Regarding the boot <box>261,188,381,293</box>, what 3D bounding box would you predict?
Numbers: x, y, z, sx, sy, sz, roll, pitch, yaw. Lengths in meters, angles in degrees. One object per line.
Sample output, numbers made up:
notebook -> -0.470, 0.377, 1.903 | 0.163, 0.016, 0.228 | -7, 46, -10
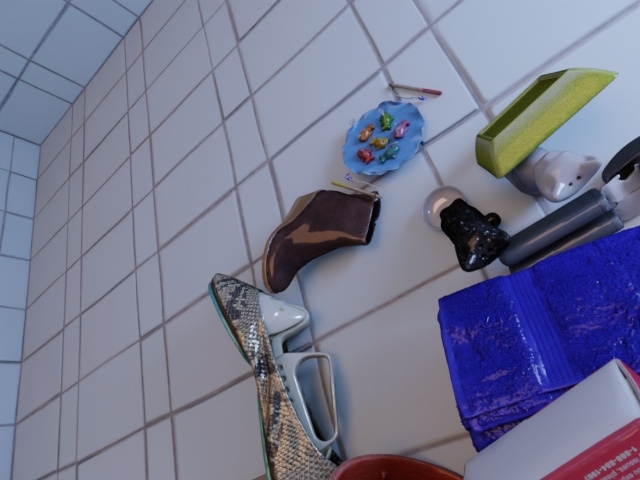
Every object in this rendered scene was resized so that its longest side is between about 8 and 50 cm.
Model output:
boot -> 0.000, 0.000, 0.876 | 0.207, 0.090, 0.248 | 3, 62, 37

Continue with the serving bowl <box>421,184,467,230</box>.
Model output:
serving bowl -> 0.224, -0.055, 0.773 | 0.083, 0.027, 0.083 | -14, 66, 35

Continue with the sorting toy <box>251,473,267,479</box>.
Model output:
sorting toy -> -0.120, 0.583, 0.843 | 0.193, 0.038, 0.208 | -37, 51, 25

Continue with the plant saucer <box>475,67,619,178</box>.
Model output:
plant saucer -> 0.311, -0.187, 0.651 | 0.045, 0.188, 0.188 | 44, 109, -5

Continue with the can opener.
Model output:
can opener -> 0.387, -0.042, 0.620 | 0.280, 0.074, 0.093 | -39, 20, 21

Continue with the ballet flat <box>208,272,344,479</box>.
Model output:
ballet flat -> -0.069, 0.247, 0.853 | 0.182, 0.164, 0.483 | -27, 63, 5

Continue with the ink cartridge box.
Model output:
ink cartridge box -> 0.322, 0.306, 0.406 | 0.306, 0.131, 0.226 | 44, 112, 11

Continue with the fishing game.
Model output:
fishing game -> 0.120, -0.216, 0.884 | 0.189, 0.041, 0.264 | 30, 86, 42

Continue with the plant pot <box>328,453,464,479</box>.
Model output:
plant pot -> 0.114, 0.474, 0.552 | 0.272, 0.272, 0.265 | 14, 93, 41

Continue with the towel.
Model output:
towel -> 0.304, 0.114, 0.538 | 0.308, 0.076, 0.228 | -25, 46, 23

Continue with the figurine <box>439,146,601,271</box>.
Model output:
figurine -> 0.271, -0.051, 0.611 | 0.092, 0.209, 0.215 | 45, 109, 0
